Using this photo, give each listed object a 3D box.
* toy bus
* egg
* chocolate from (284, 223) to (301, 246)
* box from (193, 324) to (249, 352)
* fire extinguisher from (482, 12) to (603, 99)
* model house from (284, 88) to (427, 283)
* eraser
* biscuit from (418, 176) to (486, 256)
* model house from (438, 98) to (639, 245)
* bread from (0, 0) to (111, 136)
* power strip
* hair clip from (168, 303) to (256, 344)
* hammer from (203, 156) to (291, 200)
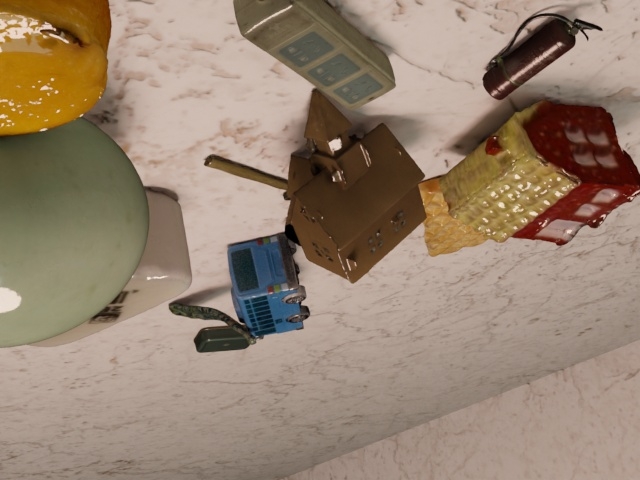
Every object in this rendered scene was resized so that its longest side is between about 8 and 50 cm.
[{"bbox_3d":[-0.095,0.089,1.620,0.134,0.116,0.234,-13,156,-4],"label":"toy bus"},{"bbox_3d":[-0.345,-0.021,0.997,0.276,0.276,0.389,-21,175,18],"label":"egg"},{"bbox_3d":[-0.003,0.001,1.529,0.072,0.070,0.147,-18,153,23],"label":"chocolate"},{"bbox_3d":[-0.208,0.216,1.958,0.126,0.031,0.091,-1,154,-24],"label":"box"},{"bbox_3d":[0.270,-0.241,1.140,0.078,0.045,0.157,27,140,-26],"label":"fire extinguisher"},{"bbox_3d":[0.016,-0.103,1.233,0.181,0.176,0.248,-39,129,-26],"label":"model house"},{"bbox_3d":[-0.343,0.031,1.306,0.332,0.149,0.331,-13,157,-5],"label":"eraser"},{"bbox_3d":[0.273,-0.047,1.593,0.205,0.040,0.309,-15,157,5],"label":"biscuit"},{"bbox_3d":[0.310,-0.102,1.340,0.254,0.159,0.196,5,151,-33],"label":"model house"},{"bbox_3d":[-0.322,-0.190,0.806,0.270,0.142,0.195,-5,152,-23],"label":"bread"},{"bbox_3d":[0.001,-0.220,1.026,0.078,0.052,0.272,-25,155,24],"label":"power strip"},{"bbox_3d":[-0.200,0.150,1.692,0.229,0.036,0.066,15,160,38],"label":"hair clip"},{"bbox_3d":[-0.091,-0.095,1.320,0.062,0.013,0.199,-29,153,32],"label":"hammer"}]
